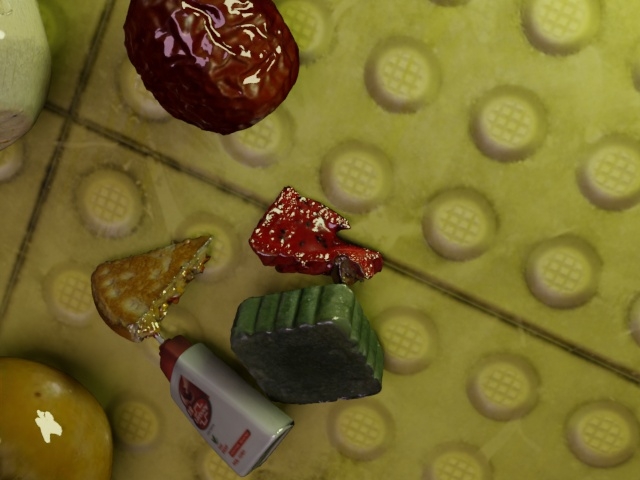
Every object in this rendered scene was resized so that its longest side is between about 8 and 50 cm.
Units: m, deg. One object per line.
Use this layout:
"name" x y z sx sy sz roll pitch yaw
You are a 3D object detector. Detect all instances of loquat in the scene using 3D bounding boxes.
"loquat" -0.462 0.337 1.799 0.328 0.359 0.329 -1 97 -11

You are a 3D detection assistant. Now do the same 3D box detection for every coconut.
"coconut" -0.539 -0.283 1.628 0.346 0.346 0.360 -22 81 17

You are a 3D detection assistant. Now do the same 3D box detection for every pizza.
"pizza" -0.234 0.060 1.791 0.199 0.188 0.062 -32 132 -5

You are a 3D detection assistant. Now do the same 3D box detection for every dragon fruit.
"dragon fruit" -0.003 0.012 1.765 0.192 0.122 0.092 16 149 2

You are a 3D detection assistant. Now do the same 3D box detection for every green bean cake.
"green bean cake" -0.015 0.152 1.753 0.183 0.094 0.185 -12 131 21

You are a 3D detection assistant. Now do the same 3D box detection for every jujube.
"jujube" -0.149 -0.255 1.622 0.213 0.213 0.232 -31 110 18

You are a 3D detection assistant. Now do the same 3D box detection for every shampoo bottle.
"shampoo bottle" -0.172 0.214 1.823 0.284 0.071 0.153 44 140 11
